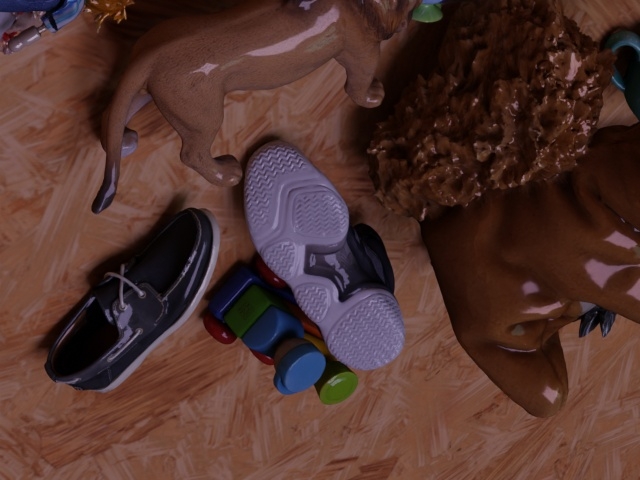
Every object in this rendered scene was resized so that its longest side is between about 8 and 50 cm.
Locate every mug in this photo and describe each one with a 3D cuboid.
[{"bbox_3d":[0.398,-0.180,2.170,0.129,0.157,0.097,-34,158,-50],"label":"mug"}]

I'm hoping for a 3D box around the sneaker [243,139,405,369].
[{"bbox_3d":[0.000,0.000,2.012,0.101,0.153,0.269,-26,110,9],"label":"sneaker"}]

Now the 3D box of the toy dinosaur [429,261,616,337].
[{"bbox_3d":[0.285,-0.017,2.218,0.322,0.164,0.218,-20,127,7],"label":"toy dinosaur"}]

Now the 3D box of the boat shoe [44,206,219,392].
[{"bbox_3d":[-0.186,0.060,1.916,0.233,0.084,0.079,-49,144,17],"label":"boat shoe"}]

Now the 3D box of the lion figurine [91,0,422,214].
[{"bbox_3d":[-0.053,-0.181,1.723,0.392,0.142,0.240,-36,158,-18],"label":"lion figurine"}]

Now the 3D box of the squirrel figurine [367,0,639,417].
[{"bbox_3d":[0.259,-0.070,1.917,0.370,0.397,0.281,-29,-158,53],"label":"squirrel figurine"}]

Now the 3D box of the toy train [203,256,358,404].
[{"bbox_3d":[-0.006,0.123,2.092,0.105,0.143,0.248,-47,144,9],"label":"toy train"}]

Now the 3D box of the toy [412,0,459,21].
[{"bbox_3d":[0.127,-0.311,1.831,0.137,0.056,0.237,-15,137,-33],"label":"toy"}]

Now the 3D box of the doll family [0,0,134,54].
[{"bbox_3d":[-0.215,-0.236,1.548,0.163,0.118,0.263,2,127,-43],"label":"doll family"}]
